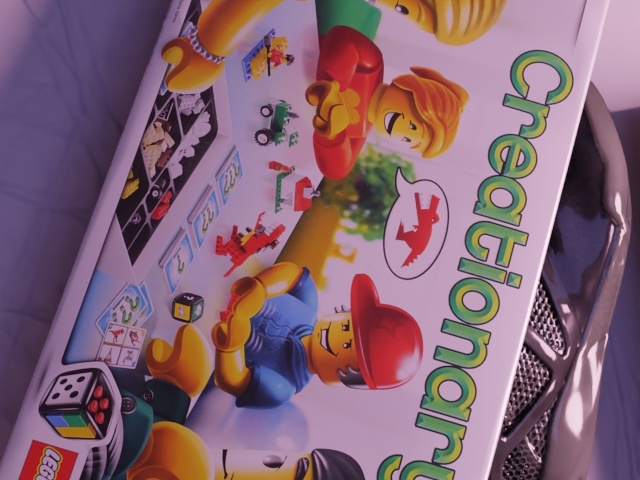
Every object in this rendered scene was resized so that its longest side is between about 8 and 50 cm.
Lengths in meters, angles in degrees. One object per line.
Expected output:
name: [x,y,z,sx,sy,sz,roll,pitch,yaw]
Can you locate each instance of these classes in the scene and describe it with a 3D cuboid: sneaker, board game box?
sneaker: [0.076,0.016,0.783,0.130,0.087,0.228,13,84,-31]
board game box: [0.000,0.000,0.710,0.193,0.053,0.305,16,69,2]
